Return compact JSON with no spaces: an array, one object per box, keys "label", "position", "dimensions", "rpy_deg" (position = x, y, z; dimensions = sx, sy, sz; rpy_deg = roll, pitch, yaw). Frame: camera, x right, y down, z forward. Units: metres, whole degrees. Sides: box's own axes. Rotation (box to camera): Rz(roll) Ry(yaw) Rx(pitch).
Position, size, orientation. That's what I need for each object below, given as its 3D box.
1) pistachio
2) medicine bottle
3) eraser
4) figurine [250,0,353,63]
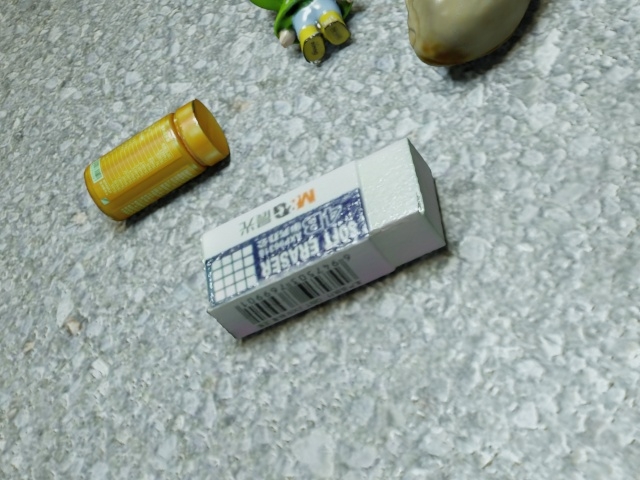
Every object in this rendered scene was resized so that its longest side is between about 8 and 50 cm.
[{"label":"pistachio","position":[0.190,-0.306,1.305],"dimensions":[0.215,0.144,0.144],"rpy_deg":[-46,42,-13]},{"label":"medicine bottle","position":[-0.233,-0.112,1.483],"dimensions":[0.192,0.096,0.096],"rpy_deg":[-31,44,13]},{"label":"eraser","position":[0.000,0.000,1.228],"dimensions":[0.287,0.086,0.130],"rpy_deg":[-24,47,19]},{"label":"figurine","position":[-0.032,-0.377,1.527],"dimensions":[0.162,0.143,0.263],"rpy_deg":[-34,53,17]}]
